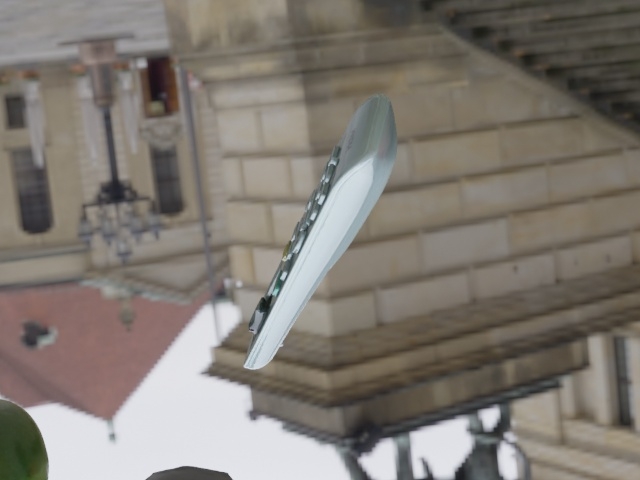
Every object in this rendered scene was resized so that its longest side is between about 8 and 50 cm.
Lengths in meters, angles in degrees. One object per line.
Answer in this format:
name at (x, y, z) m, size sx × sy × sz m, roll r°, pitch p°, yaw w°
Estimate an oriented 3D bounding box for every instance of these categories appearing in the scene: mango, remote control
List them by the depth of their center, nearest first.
mango at (-0.259, 0.184, 0.953) m, size 0.091 × 0.137 × 0.237 m, roll 18°, pitch 137°, yaw -29°
remote control at (-0.001, 0.000, 1.172) m, size 0.051 × 0.293 × 0.103 m, roll 24°, pitch -138°, yaw -8°

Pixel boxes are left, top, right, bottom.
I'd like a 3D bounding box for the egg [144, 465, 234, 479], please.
egg at (-0.129, 0.342, 1.275) m, size 0.176 × 0.231 × 0.176 m, roll -5°, pitch 149°, yaw -3°
